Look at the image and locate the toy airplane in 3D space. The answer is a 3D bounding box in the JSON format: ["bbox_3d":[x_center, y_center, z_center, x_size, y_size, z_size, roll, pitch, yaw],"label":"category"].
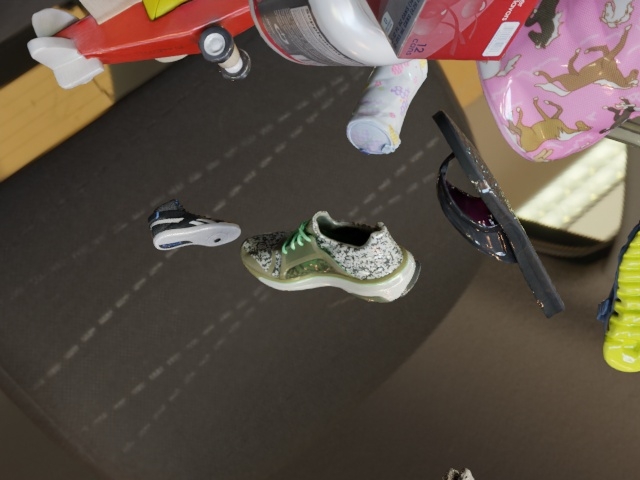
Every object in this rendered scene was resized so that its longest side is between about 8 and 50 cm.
[{"bbox_3d":[-0.319,-0.408,1.362,0.384,0.272,0.386,-2,176,-36],"label":"toy airplane"}]

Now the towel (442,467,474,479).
[{"bbox_3d":[0.190,0.490,1.137,0.049,0.187,0.282,-5,-145,30],"label":"towel"}]

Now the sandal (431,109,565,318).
[{"bbox_3d":[0.300,-0.026,1.416,0.107,0.445,0.167,-29,-162,13],"label":"sandal"}]

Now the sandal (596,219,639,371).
[{"bbox_3d":[0.589,0.078,1.466,0.126,0.317,0.138,13,-157,0],"label":"sandal"}]

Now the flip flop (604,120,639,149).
[{"bbox_3d":[0.367,-0.159,1.151,0.277,0.080,0.112,26,-164,29],"label":"flip flop"}]

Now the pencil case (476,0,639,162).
[{"bbox_3d":[0.325,-0.202,0.694,0.386,0.160,0.167,-21,-110,41],"label":"pencil case"}]

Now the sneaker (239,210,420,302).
[{"bbox_3d":[0.000,0.000,1.622,0.410,0.182,0.158,4,-136,30],"label":"sneaker"}]

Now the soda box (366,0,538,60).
[{"bbox_3d":[0.108,-0.222,0.418,0.083,0.263,0.092,-5,-123,-27],"label":"soda box"}]

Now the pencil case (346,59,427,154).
[{"bbox_3d":[0.156,-0.325,1.798,0.124,0.113,0.273,19,-119,6],"label":"pencil case"}]

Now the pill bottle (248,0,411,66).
[{"bbox_3d":[0.046,-0.285,0.882,0.176,0.176,0.318,-38,-157,-11],"label":"pill bottle"}]

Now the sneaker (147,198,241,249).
[{"bbox_3d":[-0.306,-0.051,1.895,0.217,0.079,0.121,-5,-125,-28],"label":"sneaker"}]
